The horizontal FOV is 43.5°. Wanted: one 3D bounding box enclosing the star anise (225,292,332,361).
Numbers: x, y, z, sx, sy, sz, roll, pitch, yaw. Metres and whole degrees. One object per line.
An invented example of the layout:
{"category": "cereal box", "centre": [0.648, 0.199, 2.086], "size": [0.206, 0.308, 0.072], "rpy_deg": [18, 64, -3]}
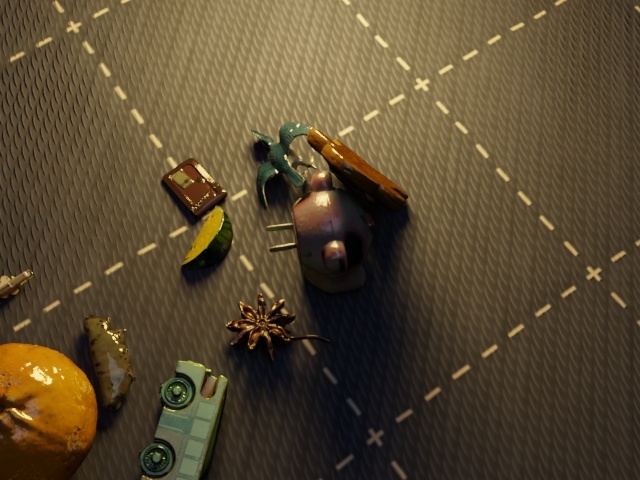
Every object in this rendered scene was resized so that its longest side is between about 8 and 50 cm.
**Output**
{"category": "star anise", "centre": [-0.114, 0.224, 1.894], "size": [0.234, 0.073, 0.177], "rpy_deg": [35, 60, 30]}

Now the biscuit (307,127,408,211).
{"category": "biscuit", "centre": [0.078, -0.157, 1.903], "size": [0.283, 0.432, 0.064], "rpy_deg": [39, 100, 3]}

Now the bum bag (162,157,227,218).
{"category": "bum bag", "centre": [-0.328, -0.138, 2.082], "size": [0.109, 0.026, 0.159], "rpy_deg": [-36, 67, -17]}

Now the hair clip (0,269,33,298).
{"category": "hair clip", "centre": [-0.787, 0.136, 1.925], "size": [0.214, 0.056, 0.062], "rpy_deg": [-35, 88, -8]}

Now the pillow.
{"category": "pillow", "centre": [-0.486, 0.275, 1.872], "size": [0.093, 0.051, 0.241], "rpy_deg": [-19, 67, -5]}

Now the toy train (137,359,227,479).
{"category": "toy train", "centre": [-0.306, 0.431, 1.772], "size": [0.159, 0.129, 0.326], "rpy_deg": [15, 65, -2]}

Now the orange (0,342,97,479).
{"category": "orange", "centre": [-0.646, 0.380, 1.686], "size": [0.340, 0.293, 0.341], "rpy_deg": [0, 67, 0]}

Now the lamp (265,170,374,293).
{"category": "lamp", "centre": [0.000, 0.000, 1.881], "size": [0.247, 0.301, 0.247], "rpy_deg": [-6, 67, -2]}

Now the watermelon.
{"category": "watermelon", "centre": [-0.272, -0.007, 1.995], "size": [0.092, 0.075, 0.181], "rpy_deg": [25, 69, 13]}

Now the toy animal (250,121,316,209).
{"category": "toy animal", "centre": [-0.102, -0.205, 2.056], "size": [0.176, 0.255, 0.239], "rpy_deg": [24, 106, -17]}
